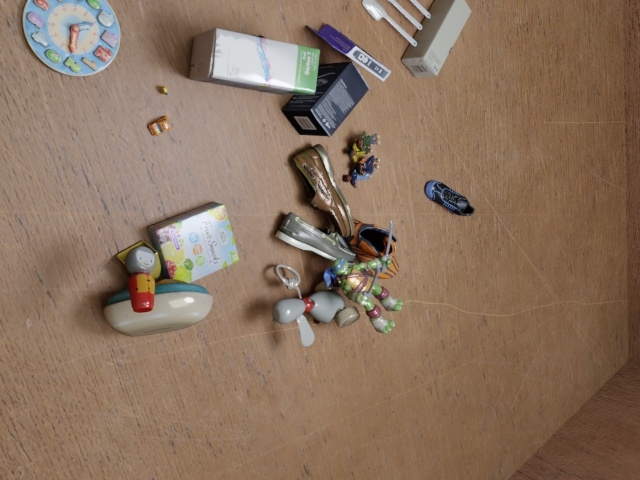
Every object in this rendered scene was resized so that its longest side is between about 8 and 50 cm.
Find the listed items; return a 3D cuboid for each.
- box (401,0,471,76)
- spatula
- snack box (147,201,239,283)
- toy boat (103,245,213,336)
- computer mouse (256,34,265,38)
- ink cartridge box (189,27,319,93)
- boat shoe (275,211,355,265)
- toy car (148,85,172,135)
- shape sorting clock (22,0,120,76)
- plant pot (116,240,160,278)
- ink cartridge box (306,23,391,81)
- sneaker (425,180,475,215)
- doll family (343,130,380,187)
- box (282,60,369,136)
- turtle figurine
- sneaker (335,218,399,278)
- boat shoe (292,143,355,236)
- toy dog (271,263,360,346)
[{"bbox_3d":[0.392,-0.692,1.921,0.094,0.113,0.275,37,78,-37],"label":"box"},{"bbox_3d":[0.251,-0.752,1.842,0.242,0.019,0.168,33,74,-30],"label":"spatula"},{"bbox_3d":[-0.340,0.010,1.542,0.207,0.070,0.174,-27,116,-32],"label":"snack box"},{"bbox_3d":[-0.404,0.130,1.380,0.268,0.318,0.148,-8,69,-7],"label":"toy boat"},{"bbox_3d":[-0.108,-0.505,1.620,0.193,0.042,0.106,6,96,-38],"label":"computer mouse"},{"bbox_3d":[-0.173,-0.450,1.455,0.278,0.201,0.117,2,101,-28],"label":"ink cartridge box"},{"bbox_3d":[0.002,0.001,1.779,0.305,0.109,0.091,23,91,-35],"label":"boat shoe"},{"bbox_3d":[-0.406,-0.327,1.433,0.060,0.040,0.122,-18,111,-33],"label":"toy car"},{"bbox_3d":[-0.557,-0.477,1.283,0.206,0.040,0.206,-9,106,-36],"label":"shape sorting clock"},{"bbox_3d":[-0.459,0.066,1.461,0.081,0.081,0.083,-34,133,-27],"label":"plant pot"},{"bbox_3d":[0.081,-0.560,1.653,0.208,0.206,0.045,21,113,-38],"label":"ink cartridge box"},{"bbox_3d":[0.492,-0.157,2.131,0.232,0.090,0.081,26,84,-39],"label":"sneaker"},{"bbox_3d":[0.130,-0.260,1.842,0.111,0.076,0.193,-21,115,-38],"label":"doll family"},{"bbox_3d":[0.015,-0.415,1.666,0.207,0.153,0.108,-52,126,-16],"label":"box"},{"bbox_3d":[0.174,0.140,1.719,0.275,0.198,0.266,-32,117,14],"label":"turtle figurine"},{"bbox_3d":[0.196,0.047,1.892,0.321,0.180,0.124,39,76,-37],"label":"sneaker"},{"bbox_3d":[0.006,-0.137,1.752,0.104,0.111,0.307,-27,101,-16],"label":"boat shoe"},{"bbox_3d":[-0.040,0.222,1.773,0.334,0.220,0.161,18,128,-34],"label":"toy dog"}]
